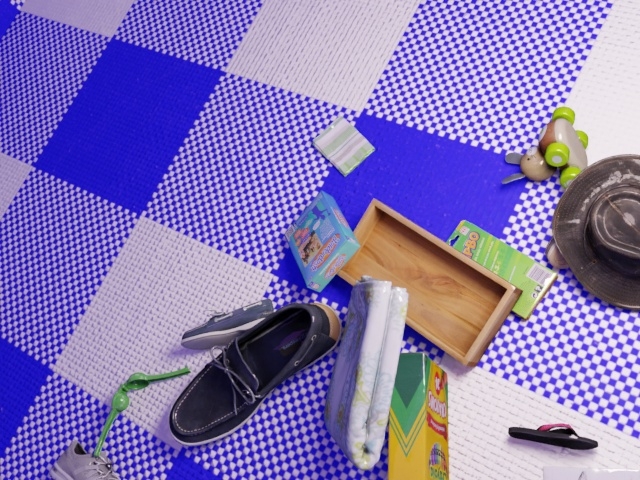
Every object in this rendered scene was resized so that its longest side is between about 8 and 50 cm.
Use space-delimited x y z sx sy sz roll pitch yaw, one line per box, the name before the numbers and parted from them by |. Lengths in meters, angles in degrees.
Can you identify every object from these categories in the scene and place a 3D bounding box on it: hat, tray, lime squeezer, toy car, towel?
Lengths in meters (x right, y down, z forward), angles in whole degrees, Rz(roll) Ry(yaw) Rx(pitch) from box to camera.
hat | 0.642 -0.019 1.595 0.331 0.134 0.331 0 89 13
tray | 0.237 0.091 1.814 0.411 0.076 0.203 35 98 30
lime squeezer | -0.480 0.411 2.017 0.310 0.059 0.110 -42 72 -13
toy car | 0.504 -0.194 1.811 0.188 0.149 0.155 -15 39 38
towel | 0.059 -0.253 2.089 0.113 0.023 0.152 -43 59 2
towel | 0.089 0.261 1.660 0.090 0.320 0.374 10 87 -5

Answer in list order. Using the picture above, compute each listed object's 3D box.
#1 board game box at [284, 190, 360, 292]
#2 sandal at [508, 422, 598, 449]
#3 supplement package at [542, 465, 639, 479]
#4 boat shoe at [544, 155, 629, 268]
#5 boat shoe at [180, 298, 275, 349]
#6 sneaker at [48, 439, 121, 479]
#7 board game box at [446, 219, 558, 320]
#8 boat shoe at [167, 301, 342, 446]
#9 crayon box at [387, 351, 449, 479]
board game box | 0.000 0.000 1.933 0.160 0.047 0.210 -49 39 20
sandal | 0.475 0.393 1.608 0.179 0.067 0.040 4 59 28
supplement package | 0.527 0.495 1.515 0.179 0.105 0.105 -5 69 22
boat shoe | 0.595 -0.064 1.736 0.285 0.103 0.092 -53 32 10
boat shoe | -0.235 0.210 1.977 0.254 0.095 0.079 -19 64 14
sneaker | -0.555 0.582 1.952 0.281 0.105 0.115 16 74 28
board game box | 0.397 0.063 1.798 0.259 0.039 0.124 35 86 29
boat shoe | -0.176 0.309 1.874 0.500 0.156 0.187 -36 63 7
crayon box | 0.207 0.411 1.637 0.081 0.202 0.318 -6 67 21
